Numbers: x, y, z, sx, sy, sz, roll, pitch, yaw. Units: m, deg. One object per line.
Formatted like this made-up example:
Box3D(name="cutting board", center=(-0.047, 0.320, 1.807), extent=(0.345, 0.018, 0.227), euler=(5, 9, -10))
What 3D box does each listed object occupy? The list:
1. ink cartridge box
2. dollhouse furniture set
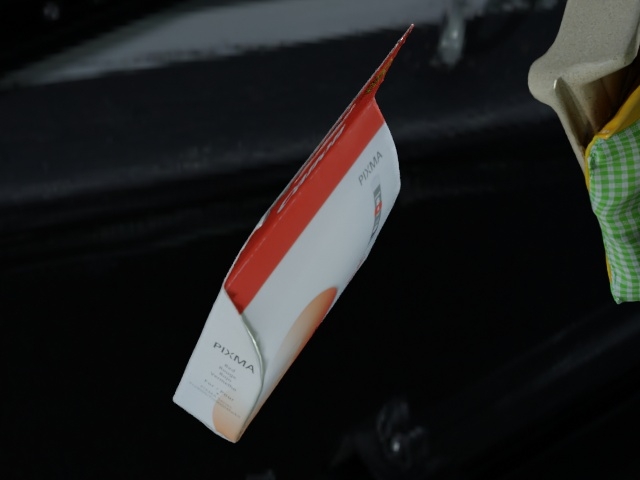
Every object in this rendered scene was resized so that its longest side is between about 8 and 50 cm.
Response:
Box3D(name="ink cartridge box", center=(0.000, 0.000, 0.796), extent=(0.045, 0.179, 0.145), euler=(35, -125, 2))
Box3D(name="dollhouse furniture set", center=(0.215, -0.135, 0.729), extent=(0.151, 0.197, 0.301), euler=(6, -115, 26))
